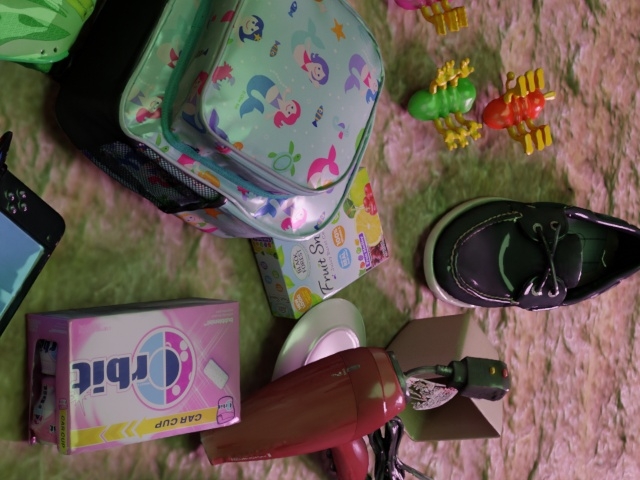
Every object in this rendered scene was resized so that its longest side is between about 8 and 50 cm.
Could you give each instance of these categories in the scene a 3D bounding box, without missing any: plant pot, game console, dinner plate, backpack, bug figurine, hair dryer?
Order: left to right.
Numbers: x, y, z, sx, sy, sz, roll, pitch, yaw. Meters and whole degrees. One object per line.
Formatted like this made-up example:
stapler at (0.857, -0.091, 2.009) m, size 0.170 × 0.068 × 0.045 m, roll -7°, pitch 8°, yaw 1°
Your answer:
game console at (-0.245, 0.011, 0.938) m, size 0.124 × 0.085 × 0.144 m, roll 46°, pitch 62°, yaw -36°
backpack at (-0.061, -0.119, 1.056) m, size 0.253 × 0.191 × 0.225 m, roll 41°, pitch 62°, yaw -44°
dinner plate at (0.004, 0.125, 1.219) m, size 0.141 × 0.017 × 0.141 m, roll -28°, pitch 127°, yaw -45°
hair dryer at (0.026, 0.191, 1.179) m, size 0.294 × 0.080 × 0.223 m, roll 11°, pitch 123°, yaw -28°
plant pot at (0.128, 0.138, 1.314) m, size 0.109 × 0.109 × 0.096 m, roll 52°, pitch 45°, yaw -33°
bug figurine at (0.167, -0.223, 1.352) m, size 0.216 × 0.072 × 0.279 m, roll -21°, pitch 111°, yaw -37°

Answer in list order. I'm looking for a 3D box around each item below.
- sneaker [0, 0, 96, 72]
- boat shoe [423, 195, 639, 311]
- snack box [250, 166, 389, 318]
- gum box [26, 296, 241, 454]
sneaker at (-0.213, -0.194, 0.940) m, size 0.295 × 0.109 × 0.123 m, roll -29°, pitch 123°, yaw -21°
boat shoe at (0.258, 0.018, 1.425) m, size 0.340 × 0.113 × 0.127 m, roll 5°, pitch 89°, yaw -45°
snack box at (0.000, 0.000, 1.217) m, size 0.141 × 0.037 × 0.100 m, roll -31°, pitch 113°, yaw -39°
gum box at (-0.155, 0.108, 1.049) m, size 0.188 × 0.062 × 0.107 m, roll -3°, pitch 94°, yaw -45°
